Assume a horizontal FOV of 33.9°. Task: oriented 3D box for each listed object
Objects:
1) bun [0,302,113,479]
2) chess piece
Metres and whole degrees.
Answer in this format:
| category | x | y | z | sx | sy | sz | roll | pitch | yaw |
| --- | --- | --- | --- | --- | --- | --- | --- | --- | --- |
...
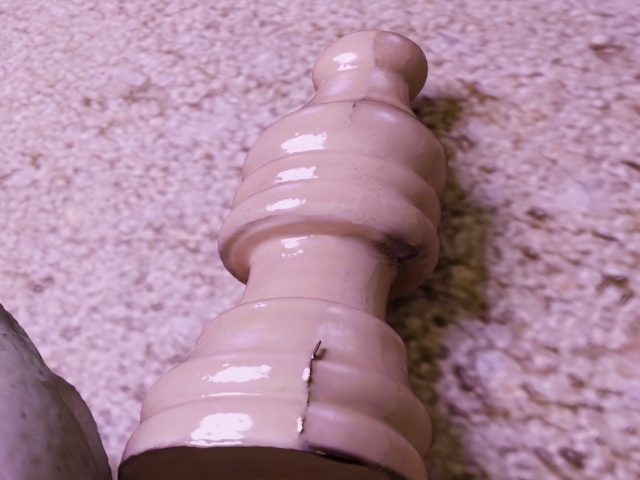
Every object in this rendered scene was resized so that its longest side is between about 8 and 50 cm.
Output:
| category | x | y | z | sx | sy | sz | roll | pitch | yaw |
| --- | --- | --- | --- | --- | --- | --- | --- | --- | --- |
| bun | -0.199 | 0.159 | 0.501 | 0.283 | 0.179 | 0.283 | -15 | 61 | 30 |
| chess piece | 0.000 | 0.000 | 0.583 | 0.138 | 0.124 | 0.307 | -26 | 40 | 41 |
